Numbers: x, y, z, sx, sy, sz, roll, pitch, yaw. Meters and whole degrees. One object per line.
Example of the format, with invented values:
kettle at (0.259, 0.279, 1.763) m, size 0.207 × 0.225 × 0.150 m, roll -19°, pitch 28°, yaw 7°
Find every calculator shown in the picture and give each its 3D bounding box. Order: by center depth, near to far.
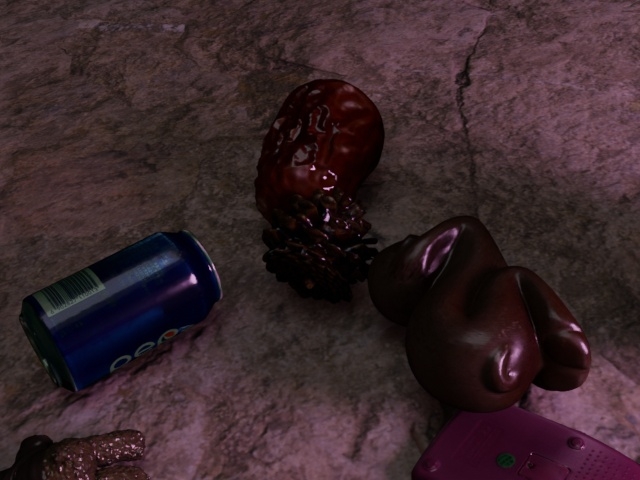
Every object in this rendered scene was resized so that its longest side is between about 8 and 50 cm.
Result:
calculator at (0.184, 0.205, 0.693) m, size 0.191 × 0.034 × 0.127 m, roll 21°, pitch 47°, yaw 35°

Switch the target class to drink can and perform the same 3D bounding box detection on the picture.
drink can at (-0.216, 0.072, 0.878) m, size 0.205 × 0.118 × 0.118 m, roll -28°, pitch 41°, yaw -24°

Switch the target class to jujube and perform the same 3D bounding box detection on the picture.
jujube at (-0.003, -0.109, 1.051) m, size 0.155 × 0.155 × 0.230 m, roll 5°, pitch 45°, yaw 17°

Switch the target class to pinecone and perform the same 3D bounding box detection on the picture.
pinecone at (0.001, 0.001, 0.910) m, size 0.140 × 0.140 × 0.120 m, roll 16°, pitch 59°, yaw 29°

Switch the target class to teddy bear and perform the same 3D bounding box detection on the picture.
teddy bear at (-0.238, 0.216, 0.725) m, size 0.161 × 0.077 × 0.119 m, roll -16°, pitch 41°, yaw -11°

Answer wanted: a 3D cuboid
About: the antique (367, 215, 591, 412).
antique at (0.133, 0.073, 0.796) m, size 0.144 × 0.121 × 0.257 m, roll -13°, pitch 34°, yaw -14°
